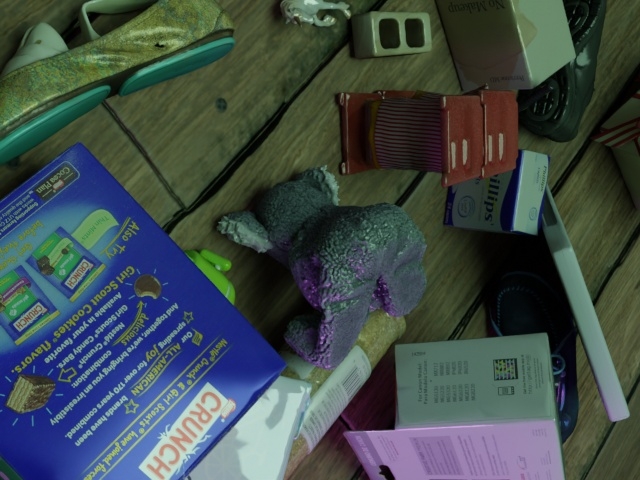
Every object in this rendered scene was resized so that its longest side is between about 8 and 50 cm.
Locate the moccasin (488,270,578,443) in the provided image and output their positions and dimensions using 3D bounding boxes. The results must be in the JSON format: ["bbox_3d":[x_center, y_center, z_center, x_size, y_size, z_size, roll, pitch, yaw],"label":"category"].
[{"bbox_3d":[0.365,0.213,1.529,0.117,0.137,0.342,-50,124,-45],"label":"moccasin"}]

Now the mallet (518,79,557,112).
[{"bbox_3d":[0.286,-0.190,1.403,0.062,0.189,0.039,-35,90,-24],"label":"mallet"}]

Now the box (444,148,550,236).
[{"bbox_3d":[0.269,-0.076,1.421,0.072,0.137,0.126,9,88,-41],"label":"box"}]

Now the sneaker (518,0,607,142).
[{"bbox_3d":[0.420,-0.301,1.571,0.130,0.109,0.286,22,87,-51],"label":"sneaker"}]

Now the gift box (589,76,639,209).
[{"bbox_3d":[0.672,-0.182,1.703,0.255,0.276,0.258,-44,126,-14],"label":"gift box"}]

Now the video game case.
[{"bbox_3d":[0.412,0.078,1.509,0.300,0.036,0.329,-83,151,-62],"label":"video game case"}]

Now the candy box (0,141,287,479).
[{"bbox_3d":[-0.239,0.111,0.928,0.317,0.122,0.268,48,61,-5],"label":"candy box"}]

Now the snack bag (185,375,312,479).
[{"bbox_3d":[-0.199,0.273,1.019,0.342,0.037,0.323,18,81,-15],"label":"snack bag"}]

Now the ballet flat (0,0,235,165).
[{"bbox_3d":[-0.245,-0.191,0.984,0.348,0.123,0.123,-34,116,-33],"label":"ballet flat"}]

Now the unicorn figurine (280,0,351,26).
[{"bbox_3d":[-0.005,-0.326,1.214,0.111,0.060,0.162,12,71,-41],"label":"unicorn figurine"}]

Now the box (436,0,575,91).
[{"bbox_3d":[0.256,-0.387,1.374,0.121,0.148,0.311,-36,116,-32],"label":"box"}]

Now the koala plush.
[{"bbox_3d":[0.000,0.000,1.151,0.196,0.221,0.203,-32,146,-27],"label":"koala plush"}]

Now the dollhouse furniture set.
[{"bbox_3d":[0.136,-0.270,1.241,0.152,0.201,0.374,-12,103,-40],"label":"dollhouse furniture set"}]

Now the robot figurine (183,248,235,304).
[{"bbox_3d":[-0.149,0.057,1.112,0.115,0.067,0.101,45,66,-35],"label":"robot figurine"}]

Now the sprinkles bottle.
[{"bbox_3d":[-0.032,0.204,1.195,0.355,0.121,0.121,-48,123,-28],"label":"sprinkles bottle"}]

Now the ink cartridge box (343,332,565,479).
[{"bbox_3d":[0.197,0.266,1.303,0.309,0.271,0.130,66,22,-52],"label":"ink cartridge box"}]
